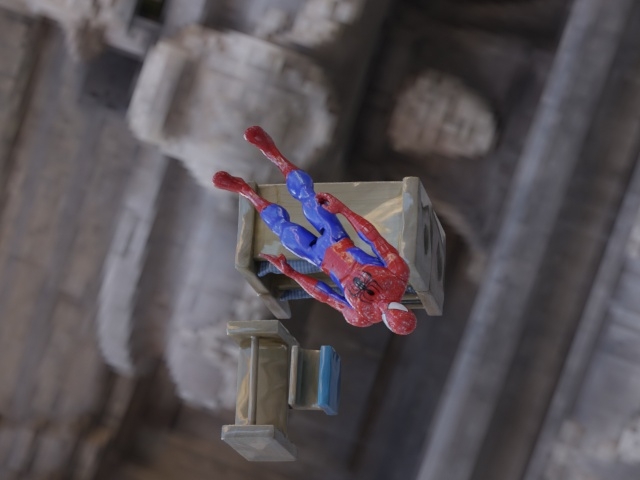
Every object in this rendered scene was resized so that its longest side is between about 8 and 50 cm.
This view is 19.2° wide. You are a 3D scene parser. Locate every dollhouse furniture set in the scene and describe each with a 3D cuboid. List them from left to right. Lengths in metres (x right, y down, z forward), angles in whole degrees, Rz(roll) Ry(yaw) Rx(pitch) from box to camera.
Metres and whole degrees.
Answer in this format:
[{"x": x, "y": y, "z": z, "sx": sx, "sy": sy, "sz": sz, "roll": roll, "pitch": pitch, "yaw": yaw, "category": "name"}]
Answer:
[{"x": 0.014, "y": 0.064, "z": 1.340, "sx": 0.129, "sy": 0.129, "sz": 0.184, "roll": 55, "pitch": -144, "yaw": -67, "category": "dollhouse furniture set"}]

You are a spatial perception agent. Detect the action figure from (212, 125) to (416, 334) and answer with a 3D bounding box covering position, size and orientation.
[{"x": 0.000, "y": 0.000, "z": 0.750, "sx": 0.038, "sy": 0.115, "sz": 0.030, "roll": -51, "pitch": -32, "yaw": 8, "category": "action figure"}]
